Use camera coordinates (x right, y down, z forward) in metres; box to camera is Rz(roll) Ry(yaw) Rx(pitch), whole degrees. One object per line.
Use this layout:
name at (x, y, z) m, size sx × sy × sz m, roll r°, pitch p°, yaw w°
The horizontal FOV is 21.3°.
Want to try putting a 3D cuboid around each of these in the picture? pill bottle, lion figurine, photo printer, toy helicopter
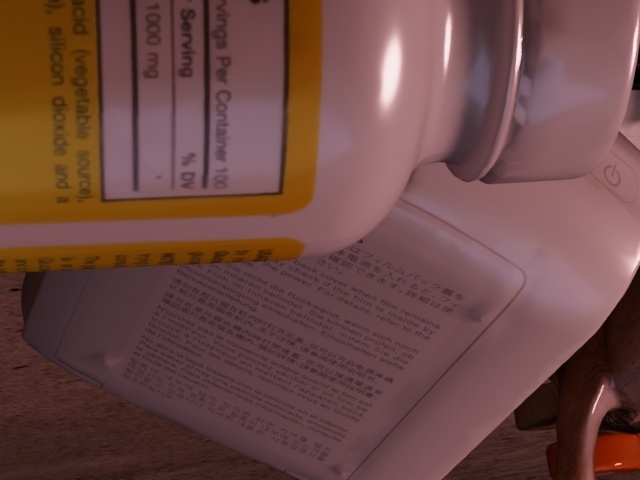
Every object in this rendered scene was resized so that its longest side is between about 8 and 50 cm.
pill bottle at (-0.077, -0.084, 0.549) m, size 0.334 × 0.188 × 0.188 m, roll -2°, pitch 164°, yaw -9°
lion figurine at (0.211, 0.044, 0.993) m, size 0.142 × 0.240 × 0.392 m, roll 19°, pitch 159°, yaw -11°
photo printer at (0.000, 0.000, 0.816) m, size 0.256 × 0.107 × 0.307 m, roll 25°, pitch 146°, yaw -5°
toy helicopter at (0.354, 0.138, 1.561) m, size 0.355 × 0.140 × 0.235 m, roll -8°, pitch 166°, yaw 2°

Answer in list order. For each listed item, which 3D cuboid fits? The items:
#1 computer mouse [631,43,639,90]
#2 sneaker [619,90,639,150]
computer mouse at (0.168, -0.129, 0.627) m, size 0.188 × 0.072 × 0.272 m, roll 34°, pitch 156°, yaw 6°
sneaker at (0.157, -0.070, 0.873) m, size 0.095 × 0.090 × 0.235 m, roll -24°, pitch 163°, yaw 14°
